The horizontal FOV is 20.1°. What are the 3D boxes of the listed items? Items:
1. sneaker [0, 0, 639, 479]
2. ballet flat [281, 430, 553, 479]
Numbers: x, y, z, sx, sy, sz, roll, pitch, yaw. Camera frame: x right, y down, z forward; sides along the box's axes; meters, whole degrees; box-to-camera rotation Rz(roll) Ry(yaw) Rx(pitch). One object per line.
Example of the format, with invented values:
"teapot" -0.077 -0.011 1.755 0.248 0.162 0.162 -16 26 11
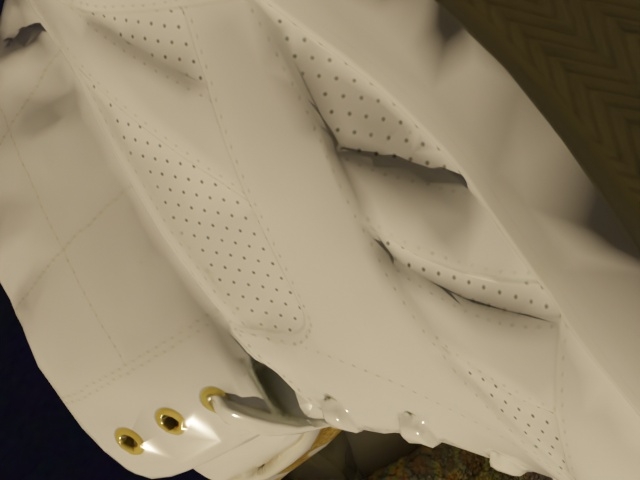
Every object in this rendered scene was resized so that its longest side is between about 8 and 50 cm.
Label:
"sneaker" 0.038 0.017 0.390 0.292 0.169 0.108 44 -133 17
"ballet flat" 0.000 0.000 0.680 0.123 0.123 0.348 13 -147 -28
